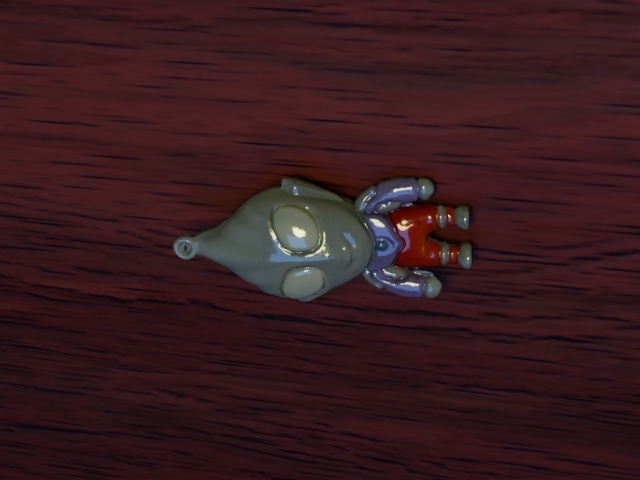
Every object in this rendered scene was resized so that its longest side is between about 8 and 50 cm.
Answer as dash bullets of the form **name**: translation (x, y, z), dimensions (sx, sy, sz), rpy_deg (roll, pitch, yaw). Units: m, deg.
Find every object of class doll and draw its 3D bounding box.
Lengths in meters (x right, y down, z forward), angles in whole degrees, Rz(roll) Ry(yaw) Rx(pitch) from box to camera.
- **doll**: translation (0.000, 0.000, 1.165), dimensions (0.227, 0.075, 0.102), rpy_deg (-1, 111, 8)
